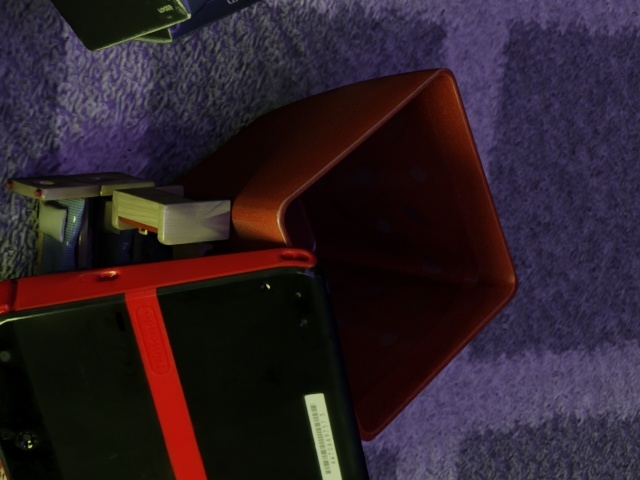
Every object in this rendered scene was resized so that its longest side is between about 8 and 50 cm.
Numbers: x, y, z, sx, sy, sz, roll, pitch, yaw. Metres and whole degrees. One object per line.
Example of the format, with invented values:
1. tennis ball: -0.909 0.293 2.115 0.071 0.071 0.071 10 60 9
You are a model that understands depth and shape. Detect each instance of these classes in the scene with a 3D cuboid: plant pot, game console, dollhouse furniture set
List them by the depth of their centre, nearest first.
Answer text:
1. dollhouse furniture set: -0.192 0.014 1.641 0.129 0.184 0.129 -6 104 -40
2. game console: -0.133 0.189 1.660 0.342 0.060 0.386 -9 121 5
3. plant pot: 0.000 0.000 1.760 0.267 0.236 0.267 -41 123 -34

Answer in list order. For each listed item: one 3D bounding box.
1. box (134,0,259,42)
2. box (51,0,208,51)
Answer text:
1. box: -0.138 -0.308 1.663 0.153 0.108 0.207 -32 118 -32
2. box: -0.142 -0.369 1.462 0.294 0.183 0.296 -48 113 -29
